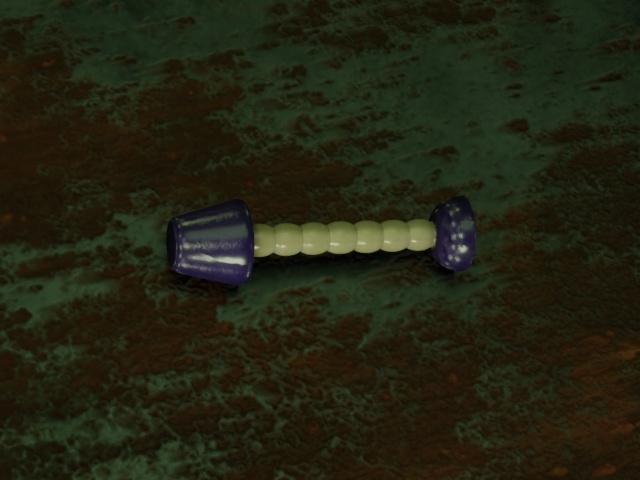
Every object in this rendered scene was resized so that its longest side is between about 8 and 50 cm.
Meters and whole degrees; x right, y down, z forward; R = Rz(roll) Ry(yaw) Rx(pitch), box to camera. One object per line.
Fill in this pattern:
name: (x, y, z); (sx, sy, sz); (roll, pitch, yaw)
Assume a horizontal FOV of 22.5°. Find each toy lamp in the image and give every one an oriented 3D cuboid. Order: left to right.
toy lamp: (0.000, 0.000, 1.446); (0.274, 0.080, 0.080); (0, 57, -16)
